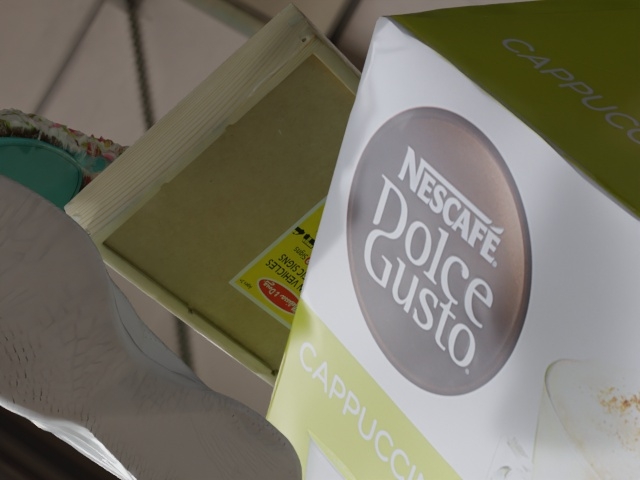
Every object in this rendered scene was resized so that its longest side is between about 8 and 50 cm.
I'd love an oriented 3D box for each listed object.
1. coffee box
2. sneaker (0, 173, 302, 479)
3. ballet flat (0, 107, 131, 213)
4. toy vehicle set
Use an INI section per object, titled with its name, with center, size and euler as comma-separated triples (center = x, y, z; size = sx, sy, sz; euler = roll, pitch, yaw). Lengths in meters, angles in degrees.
[coffee box]
center = 0.210, 0.090, 0.889
size = 0.338, 0.337, 0.334
euler = -9, -51, -35
[sneaker]
center = -0.103, 0.056, 0.771
size = 0.080, 0.212, 0.094
euler = -46, 4, -10
[ballet flat]
center = -0.167, -0.036, 1.059
size = 0.091, 0.077, 0.241
euler = -51, -29, 9
[toy vehicle set]
center = 0.000, 0.000, 0.999
size = 0.166, 0.035, 0.267
euler = -40, -44, 8
